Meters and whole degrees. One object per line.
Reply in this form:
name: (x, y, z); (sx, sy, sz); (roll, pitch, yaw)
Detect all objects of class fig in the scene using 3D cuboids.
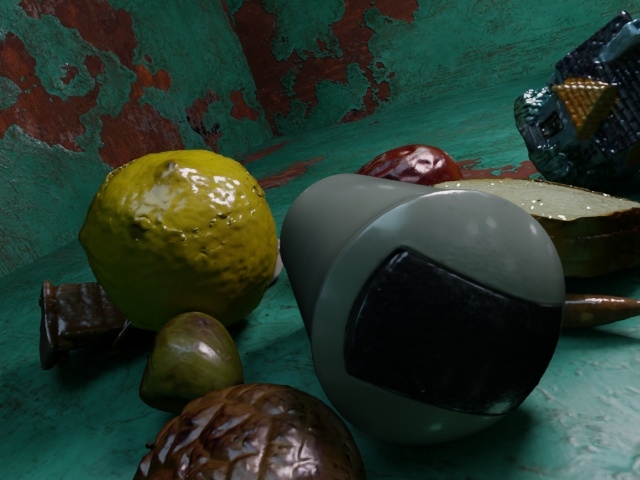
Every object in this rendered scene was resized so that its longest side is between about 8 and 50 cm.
fig: (-0.189, 0.196, 0.669); (0.166, 0.144, 0.154); (20, 47, 38)

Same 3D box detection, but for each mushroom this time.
mushroom: (-0.081, 0.251, 0.416); (0.253, 0.153, 0.253); (-24, 28, 14)

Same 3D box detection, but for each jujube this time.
jujube: (0.140, -0.064, 0.921); (0.318, 0.223, 0.223); (-27, 19, 13)

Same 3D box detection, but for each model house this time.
model house: (-0.476, 0.173, 0.961); (0.229, 0.199, 0.219); (-2, 52, -30)
model house: (0.551, -0.258, 0.857); (0.226, 0.261, 0.241); (-17, -17, -6)

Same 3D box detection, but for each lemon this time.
lemon: (-0.251, 0.012, 0.846); (0.350, 0.387, 0.350); (0, 45, 0)

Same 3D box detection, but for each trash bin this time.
trash bin: (0.094, 0.052, 0.594); (0.280, 0.280, 0.432); (-22, 18, -7)

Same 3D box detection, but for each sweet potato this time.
sweet potato: (0.300, 0.081, 0.632); (0.067, 0.059, 0.281); (-7, 14, -32)

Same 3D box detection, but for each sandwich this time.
sandwich: (0.340, -0.033, 0.709); (0.271, 0.099, 0.301); (-10, 21, -25)

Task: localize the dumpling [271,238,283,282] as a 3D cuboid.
dumpling: (-0.153, 0.062, 1.024); (0.176, 0.092, 0.150); (0, 48, 29)
